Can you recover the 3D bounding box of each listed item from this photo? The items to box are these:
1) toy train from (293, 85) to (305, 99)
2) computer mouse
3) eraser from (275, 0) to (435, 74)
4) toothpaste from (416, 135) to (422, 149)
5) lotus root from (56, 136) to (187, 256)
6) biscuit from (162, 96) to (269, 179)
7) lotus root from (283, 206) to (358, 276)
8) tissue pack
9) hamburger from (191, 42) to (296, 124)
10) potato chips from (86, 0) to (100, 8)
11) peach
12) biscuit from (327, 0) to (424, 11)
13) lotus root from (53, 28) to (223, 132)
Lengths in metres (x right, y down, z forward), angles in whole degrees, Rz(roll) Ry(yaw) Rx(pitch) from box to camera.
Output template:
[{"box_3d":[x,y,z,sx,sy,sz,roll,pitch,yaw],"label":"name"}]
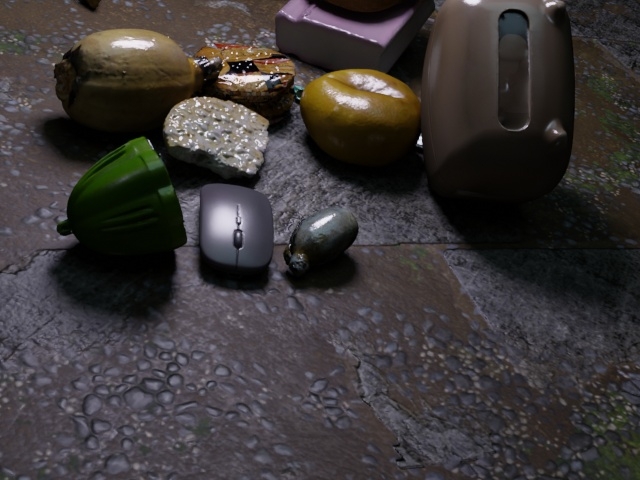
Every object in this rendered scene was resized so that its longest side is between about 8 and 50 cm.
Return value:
[{"box_3d":[-0.015,-0.305,1.937,0.092,0.029,0.045,9,19,-18],"label":"toy train"},{"box_3d":[-0.137,-0.029,1.469,0.120,0.057,0.232,9,35,-11],"label":"computer mouse"},{"box_3d":[0.095,-0.538,2.149,0.272,0.122,0.359,21,48,18],"label":"eraser"},{"box_3d":[0.246,-0.247,1.958,0.060,0.038,0.233,21,37,12],"label":"toothpaste"},{"box_3d":[-0.306,-0.042,1.347,0.186,0.186,0.186,11,35,-8],"label":"lotus root"},{"box_3d":[-0.176,-0.181,1.637,0.265,0.040,0.188,-16,66,-49],"label":"biscuit"},{"box_3d":[-0.001,-0.003,1.473,0.088,0.088,0.165,35,48,24],"label":"lotus root"},{"box_3d":[0.326,-0.269,1.684,0.267,0.277,0.387,4,78,-5],"label":"tissue pack"},{"box_3d":[-0.158,-0.321,1.835,0.231,0.106,0.231,7,41,-6],"label":"hamburger"},{"box_3d":[-0.507,-0.650,2.187,0.080,0.057,0.407,26,33,-11],"label":"potato chips"},{"box_3d":[0.082,-0.245,1.789,0.251,0.153,0.251,18,32,-12],"label":"peach"},{"box_3d":[0.132,-0.626,2.117,0.314,0.063,0.367,31,50,20],"label":"biscuit"},{"box_3d":[-0.316,-0.289,1.650,0.310,0.182,0.183,-11,43,-35],"label":"lotus root"}]
